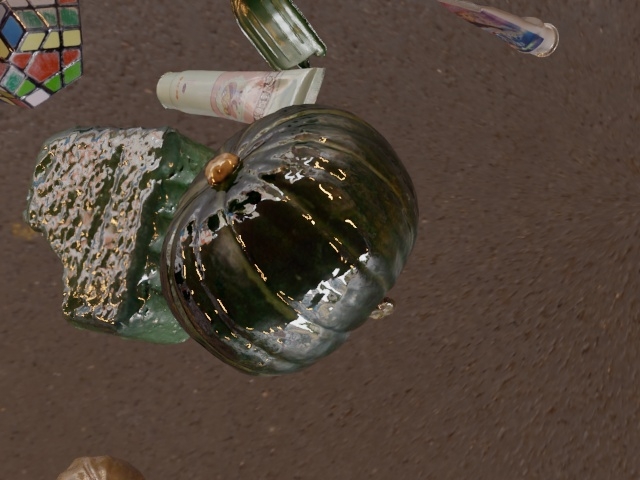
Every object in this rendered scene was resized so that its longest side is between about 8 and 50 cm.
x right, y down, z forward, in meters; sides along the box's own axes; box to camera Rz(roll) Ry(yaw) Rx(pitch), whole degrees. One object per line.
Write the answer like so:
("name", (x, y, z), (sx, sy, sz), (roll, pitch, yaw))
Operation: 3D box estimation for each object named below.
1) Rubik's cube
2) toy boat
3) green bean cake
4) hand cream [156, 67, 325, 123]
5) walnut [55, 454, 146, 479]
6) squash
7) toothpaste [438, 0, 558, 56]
("Rubik's cube", (-0.208, -0.143, 0.703), (0.111, 0.111, 0.093), (17, 82, 16))
("toy boat", (-0.076, -0.364, 1.780), (0.104, 0.052, 0.210), (-26, 129, 20))
("green bean cake", (-0.297, -0.010, 1.544), (0.308, 0.169, 0.300), (6, 79, 37))
("hand cream", (-0.102, -0.179, 1.305), (0.331, 0.058, 0.085), (15, 81, 50))
("walnut", (-0.288, 0.347, 1.356), (0.140, 0.162, 0.140), (2, 56, -3))
("squash", (-0.023, 0.000, 0.796), (0.218, 0.218, 0.172), (-20, 123, 17))
("toothpaste", (0.286, -0.347, 1.662), (0.096, 0.266, 0.061), (26, 102, 42))
